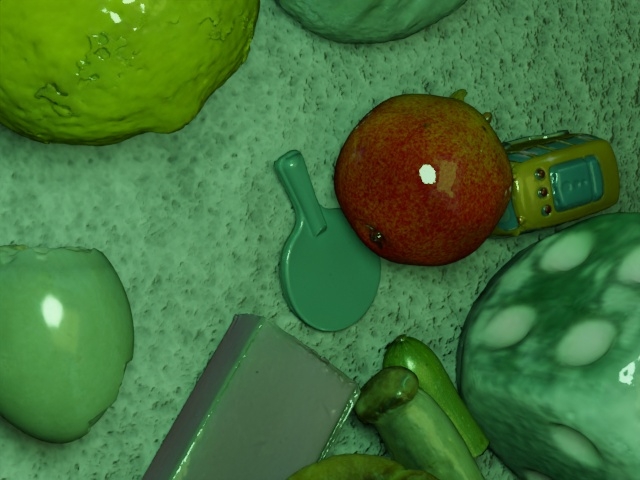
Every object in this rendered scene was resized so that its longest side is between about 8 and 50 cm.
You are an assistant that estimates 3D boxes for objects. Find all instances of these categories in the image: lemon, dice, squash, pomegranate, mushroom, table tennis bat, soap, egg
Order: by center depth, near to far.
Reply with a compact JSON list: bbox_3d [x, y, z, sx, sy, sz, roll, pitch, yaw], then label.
[{"bbox_3d":[-0.243,-0.278,1.502,0.350,0.350,0.387,-30,89,-27],"label":"lemon"},{"bbox_3d":[-0.293,0.112,1.573,0.183,0.183,0.217,-1,92,-32],"label":"egg"},{"bbox_3d":[-0.084,0.242,1.767,0.181,0.081,0.259,36,75,-27],"label":"soap"},{"bbox_3d":[0.137,-0.088,1.821,0.221,0.221,0.256,50,49,-23],"label":"pomegranate"},{"bbox_3d":[0.000,0.000,1.836,0.153,0.040,0.244,-34,113,-29],"label":"table tennis bat"},{"bbox_3d":[0.152,0.294,1.839,0.312,0.100,0.081,57,41,-12],"label":"mushroom"},{"bbox_3d":[0.137,0.206,1.902,0.095,0.095,0.188,-35,104,-26],"label":"squash"},{"bbox_3d":[0.406,0.180,1.924,0.328,0.348,0.330,-48,121,-21],"label":"dice"}]

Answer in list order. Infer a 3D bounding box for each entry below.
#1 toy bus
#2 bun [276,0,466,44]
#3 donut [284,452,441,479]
[{"bbox_3d":[0.302,-0.075,1.959,0.209,0.136,0.126,-15,100,-29],"label":"toy bus"},{"bbox_3d":[0.068,-0.415,1.755,0.362,0.211,0.361,-6,103,-26],"label":"bun"},{"bbox_3d":[0.048,0.430,1.673,0.360,0.170,0.360,8,68,-20],"label":"donut"}]
